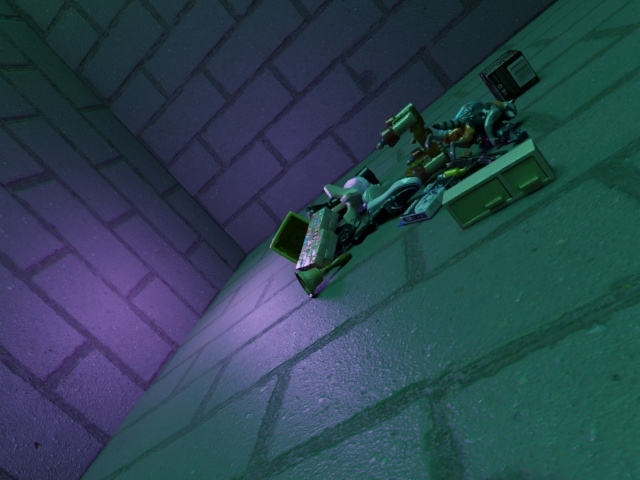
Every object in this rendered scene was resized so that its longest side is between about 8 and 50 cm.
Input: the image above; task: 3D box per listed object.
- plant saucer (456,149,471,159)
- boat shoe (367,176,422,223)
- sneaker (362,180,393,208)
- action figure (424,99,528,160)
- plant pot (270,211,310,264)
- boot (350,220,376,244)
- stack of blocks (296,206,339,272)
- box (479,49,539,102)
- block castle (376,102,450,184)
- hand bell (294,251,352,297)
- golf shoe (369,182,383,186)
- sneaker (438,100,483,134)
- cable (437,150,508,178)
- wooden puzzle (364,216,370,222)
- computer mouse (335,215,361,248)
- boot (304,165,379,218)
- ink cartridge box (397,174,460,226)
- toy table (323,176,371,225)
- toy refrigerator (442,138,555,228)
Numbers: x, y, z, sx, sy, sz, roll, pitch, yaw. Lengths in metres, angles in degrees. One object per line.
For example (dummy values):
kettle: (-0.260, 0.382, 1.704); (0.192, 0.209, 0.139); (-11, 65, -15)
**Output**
plant saucer: (0.586, -0.341, 1.679); (0.083, 0.013, 0.083); (-40, 13, 11)
boat shoe: (0.310, -0.158, 1.718); (0.301, 0.108, 0.102); (-31, 51, 44)
sneaker: (0.252, -0.187, 1.954); (0.161, 0.102, 0.282); (-38, -10, 36)
action figure: (0.593, -0.421, 1.503); (0.329, 0.179, 0.341); (-29, 15, -5)
plant pot: (-0.116, -0.010, 2.179); (0.227, 0.228, 0.207); (-60, 4, 4)
boot: (0.186, -0.031, 1.790); (0.099, 0.045, 0.121); (-45, 5, -25)
stack of blocks: (0.000, 0.000, 1.892); (0.171, 0.087, 0.298); (-23, 46, 56)
box: (0.867, -0.757, 1.884); (0.167, 0.168, 0.203); (-38, 12, 23)
block castle: (0.418, -0.445, 1.892); (0.212, 0.303, 0.453); (-38, 11, 24)
hand bell: (0.027, 0.117, 1.689); (0.241, 0.126, 0.126); (-33, 9, -14)
golf shoe: (0.311, -0.275, 2.225); (0.093, 0.077, 0.198); (-28, 21, 12)
sneaker: (0.705, -0.566, 1.974); (0.262, 0.104, 0.125); (-43, 32, 2)
cable: (0.568, -0.274, 1.470); (0.139, 0.072, 0.287); (-29, 17, -29)
wooden puzzle: (0.246, -0.113, 1.982); (0.083, 0.006, 0.049); (-38, 12, 18)
computer mouse: (0.093, -0.009, 1.956); (0.272, 0.072, 0.189); (-20, 30, 53)
boot: (0.135, -0.259, 2.395); (0.445, 0.146, 0.367); (-38, -4, 9)
ink cartridge box: (0.394, -0.147, 1.534); (0.206, 0.045, 0.208); (-47, 11, -21)
toy table: (0.147, -0.211, 2.156); (0.160, 0.252, 0.274); (-32, -18, -26)
toy refrigerator: (0.478, -0.147, 1.115); (0.269, 0.102, 0.094); (-33, 14, 33)
